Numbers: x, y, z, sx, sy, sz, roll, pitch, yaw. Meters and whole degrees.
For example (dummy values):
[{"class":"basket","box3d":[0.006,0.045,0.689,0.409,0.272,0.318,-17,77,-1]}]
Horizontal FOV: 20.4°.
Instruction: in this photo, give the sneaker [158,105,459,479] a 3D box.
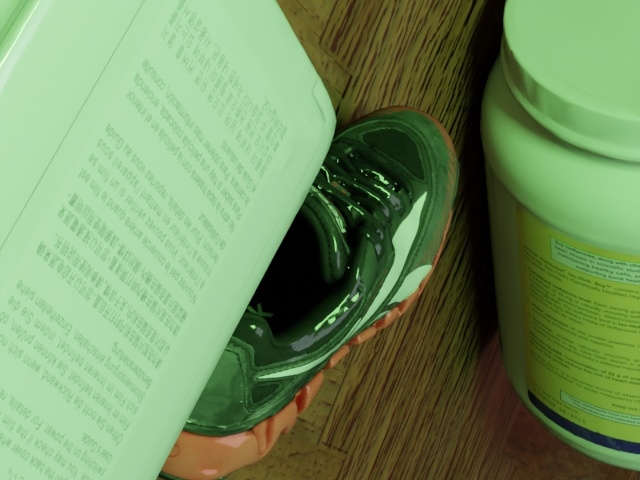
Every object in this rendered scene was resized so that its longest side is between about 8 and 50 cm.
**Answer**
[{"class":"sneaker","box3d":[0.000,0.000,0.893,0.276,0.097,0.135,-45,166,-41]}]

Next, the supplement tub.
[{"class":"supplement tub","box3d":[0.231,-0.028,1.190,0.241,0.241,0.331,-53,149,-33]}]

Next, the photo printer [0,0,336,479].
[{"class":"photo printer","box3d":[-0.125,0.013,0.674,0.308,0.107,0.256,-63,153,-15]}]
